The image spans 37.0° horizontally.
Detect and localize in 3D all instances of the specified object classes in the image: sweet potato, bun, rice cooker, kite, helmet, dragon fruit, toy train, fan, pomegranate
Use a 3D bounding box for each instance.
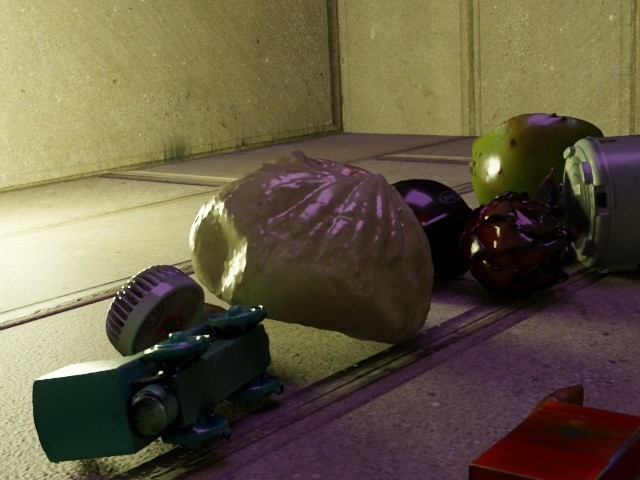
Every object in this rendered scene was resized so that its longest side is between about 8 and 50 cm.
[{"bbox_3d":[0.257,0.182,1.040,0.095,0.034,0.034,-23,21,-30],"label":"sweet potato"},{"bbox_3d":[0.000,0.000,1.334,0.348,0.228,0.352,19,4,26],"label":"bun"},{"bbox_3d":[0.541,-0.067,1.636,0.226,0.242,0.280,-4,-5,0],"label":"rice cooker"},{"bbox_3d":[0.404,-0.038,1.706,0.009,0.189,0.232,8,-9,32],"label":"kite"},{"bbox_3d":[0.158,-0.005,1.625,0.189,0.193,0.216,-15,-25,-48],"label":"helmet"},{"bbox_3d":[0.311,0.008,1.525,0.182,0.182,0.189,-6,-26,-15],"label":"dragon fruit"},{"bbox_3d":[-0.167,0.154,1.074,0.194,0.120,0.298,-10,3,19],"label":"toy train"},{"bbox_3d":[-0.187,0.104,1.262,0.074,0.130,0.244,35,5,23],"label":"fan"},{"bbox_3d":[0.466,-0.105,1.878,0.358,0.216,0.310,10,-13,8],"label":"pomegranate"}]

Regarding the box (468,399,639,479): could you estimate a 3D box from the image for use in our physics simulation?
[{"bbox_3d":[0.226,0.207,0.887,0.112,0.048,0.175,4,14,38],"label":"box"}]
